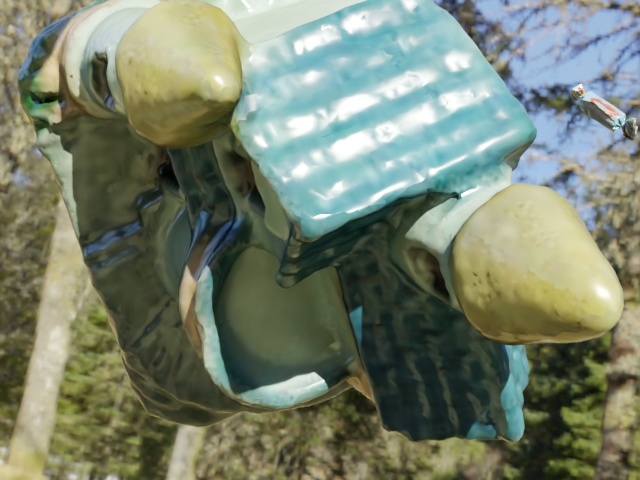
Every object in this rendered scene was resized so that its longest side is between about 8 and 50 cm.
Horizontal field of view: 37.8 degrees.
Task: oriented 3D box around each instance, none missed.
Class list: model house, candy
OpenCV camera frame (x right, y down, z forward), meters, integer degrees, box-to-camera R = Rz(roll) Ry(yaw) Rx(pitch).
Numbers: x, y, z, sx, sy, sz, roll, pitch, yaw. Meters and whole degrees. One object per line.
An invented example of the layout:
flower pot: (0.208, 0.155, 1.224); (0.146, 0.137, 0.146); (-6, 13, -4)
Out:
model house: (0.000, 0.000, 0.449); (0.194, 0.267, 0.325); (-24, 22, -18)
candy: (0.283, -0.129, 0.932); (0.083, 0.020, 0.030); (45, -25, 28)
